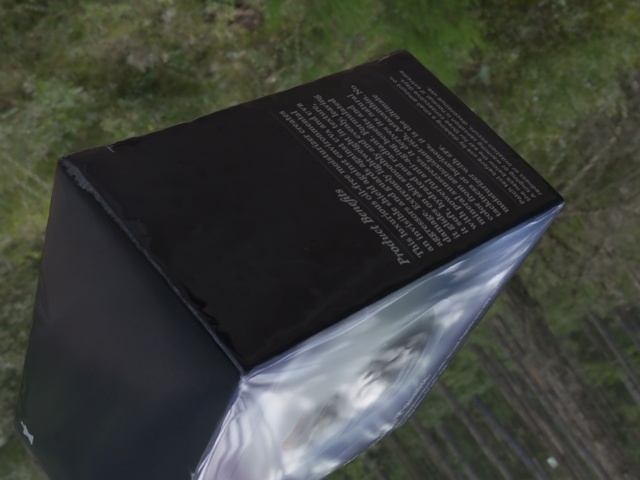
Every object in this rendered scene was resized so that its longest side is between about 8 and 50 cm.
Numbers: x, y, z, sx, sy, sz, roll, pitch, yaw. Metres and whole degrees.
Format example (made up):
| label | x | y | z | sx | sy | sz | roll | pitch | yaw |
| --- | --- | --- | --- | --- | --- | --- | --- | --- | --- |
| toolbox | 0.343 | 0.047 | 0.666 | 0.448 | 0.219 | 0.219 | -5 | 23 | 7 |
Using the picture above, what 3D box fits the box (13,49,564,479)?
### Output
| label | x | y | z | sx | sy | sz | roll | pitch | yaw |
| --- | --- | --- | --- | --- | --- | --- | --- | --- | --- |
| box | -0.033 | 0.059 | 0.683 | 0.294 | 0.183 | 0.296 | -24 | 152 | -38 |
